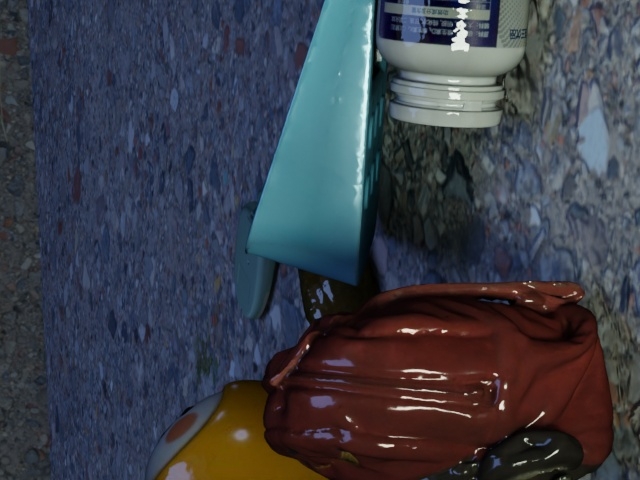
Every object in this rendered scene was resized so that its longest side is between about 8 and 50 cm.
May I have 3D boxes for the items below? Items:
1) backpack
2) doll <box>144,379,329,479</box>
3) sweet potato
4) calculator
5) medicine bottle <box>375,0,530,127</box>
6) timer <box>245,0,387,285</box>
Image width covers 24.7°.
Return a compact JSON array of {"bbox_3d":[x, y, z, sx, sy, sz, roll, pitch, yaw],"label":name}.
[{"bbox_3d":[0.067,0.100,0.942,0.229,0.229,0.138,150,120,-66],"label":"backpack"},{"bbox_3d":[-0.035,0.204,1.300,0.213,0.236,0.213,40,163,14],"label":"doll"},{"bbox_3d":[0.001,-0.005,1.334,0.081,0.062,0.233,111,153,-46],"label":"sweet potato"},{"bbox_3d":[-0.070,0.014,1.568,0.095,0.021,0.153,-122,34,-53],"label":"calculator"},{"bbox_3d":[0.094,-0.179,1.016,0.107,0.107,0.191,-149,60,-66],"label":"medicine bottle"},{"bbox_3d":[0.025,-0.110,1.153,0.232,0.091,0.250,-62,-13,-75],"label":"timer"}]
